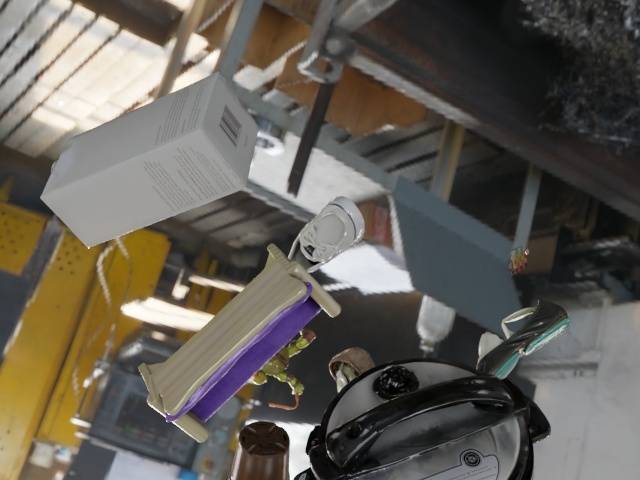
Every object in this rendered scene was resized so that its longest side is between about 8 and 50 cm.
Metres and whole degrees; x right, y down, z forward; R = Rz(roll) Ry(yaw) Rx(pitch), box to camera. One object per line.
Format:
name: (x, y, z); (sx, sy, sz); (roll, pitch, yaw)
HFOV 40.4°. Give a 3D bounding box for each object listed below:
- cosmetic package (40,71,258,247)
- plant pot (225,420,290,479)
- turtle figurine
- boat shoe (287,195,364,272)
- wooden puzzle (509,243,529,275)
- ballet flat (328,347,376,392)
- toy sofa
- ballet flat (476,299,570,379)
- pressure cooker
cosmetic package: (-0.317, -0.149, 1.630); (0.366, 0.197, 0.155); (-19, 129, 24)
plant pot: (-0.144, 0.542, 2.117); (0.167, 0.167, 0.165); (14, 121, 8)
turtle figurine: (-0.125, 0.291, 2.263); (0.269, 0.217, 0.087); (36, 155, 2)
boat shoe: (0.000, 0.000, 1.708); (0.096, 0.088, 0.267); (51, 151, 0)
wooden puzzle: (0.415, 0.039, 1.818); (0.006, 0.049, 0.083); (2, -162, 42)
ballet flat: (0.108, 0.366, 1.827); (0.106, 0.316, 0.107); (-1, 136, -42)
toy sofa: (-0.139, 0.197, 1.582); (0.150, 0.362, 0.177); (48, 177, -36)
ballet flat: (0.395, 0.217, 1.808); (0.096, 0.280, 0.095); (44, 154, 29)
pressure cooker: (0.171, 0.407, 1.474); (0.376, 0.370, 0.420); (14, 133, 25)
